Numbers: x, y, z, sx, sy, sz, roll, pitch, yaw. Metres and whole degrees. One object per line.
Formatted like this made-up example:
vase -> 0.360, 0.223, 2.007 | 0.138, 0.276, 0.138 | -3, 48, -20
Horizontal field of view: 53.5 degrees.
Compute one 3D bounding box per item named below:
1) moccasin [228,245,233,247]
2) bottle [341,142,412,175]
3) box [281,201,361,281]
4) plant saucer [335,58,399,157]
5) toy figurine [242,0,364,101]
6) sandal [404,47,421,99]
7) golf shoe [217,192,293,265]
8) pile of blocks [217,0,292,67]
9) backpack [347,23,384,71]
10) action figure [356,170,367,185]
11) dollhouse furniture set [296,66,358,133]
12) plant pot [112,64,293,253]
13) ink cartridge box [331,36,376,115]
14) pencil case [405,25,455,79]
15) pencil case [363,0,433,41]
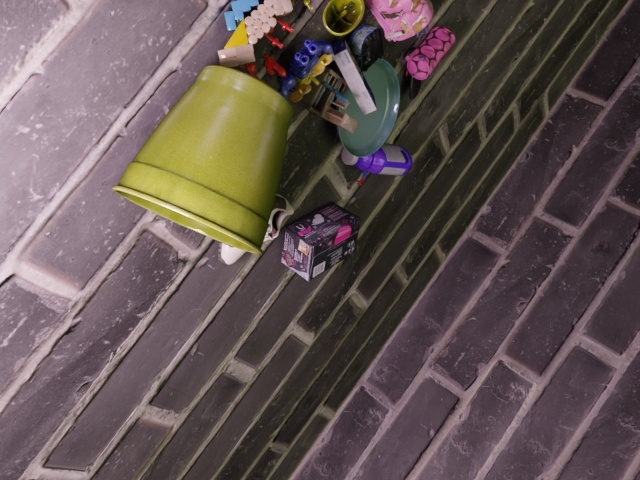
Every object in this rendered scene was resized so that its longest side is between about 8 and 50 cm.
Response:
moccasin -> -0.206, -0.161, 1.714 | 0.139, 0.147, 0.380 | 3, 115, -57
bottle -> 0.195, -0.288, 2.218 | 0.283, 0.118, 0.092 | -2, 139, -43
box -> 0.000, 0.000, 2.184 | 0.247, 0.142, 0.163 | -29, 142, -38
plant saucer -> 0.146, -0.427, 2.048 | 0.318, 0.044, 0.317 | -26, 127, -41
toy figurine -> -0.053, -0.497, 1.688 | 0.362, 0.191, 0.217 | -55, 180, -10
sandal -> 0.318, -0.582, 2.214 | 0.067, 0.040, 0.179 | -37, 130, -42
golf shoe -> -0.198, -0.029, 1.886 | 0.272, 0.120, 0.105 | -54, 152, -4
pile of blocks -> -0.138, -0.562, 1.506 | 0.362, 0.149, 0.112 | -50, -166, 4
backpack -> 0.130, -0.580, 1.879 | 0.105, 0.084, 0.114 | -44, 152, -22
action figure -> 0.165, -0.255, 2.301 | 0.115, 0.030, 0.038 | -56, 156, -12
dollhouse furniture set -> 0.051, -0.403, 1.830 | 0.129, 0.184, 0.129 | 14, 106, -60
plant pot -> -0.237, -0.199, 1.480 | 0.366, 0.367, 0.352 | 34, 76, -61
ink cartridge box -> 0.099, -0.475, 1.845 | 0.046, 0.097, 0.207 | -23, 125, 15
pencil case -> 0.374, -0.644, 2.160 | 0.209, 0.098, 0.095 | -52, 179, -31
pencil case -> 0.162, -0.697, 1.694 | 0.160, 0.167, 0.386 | -22, 148, 24
